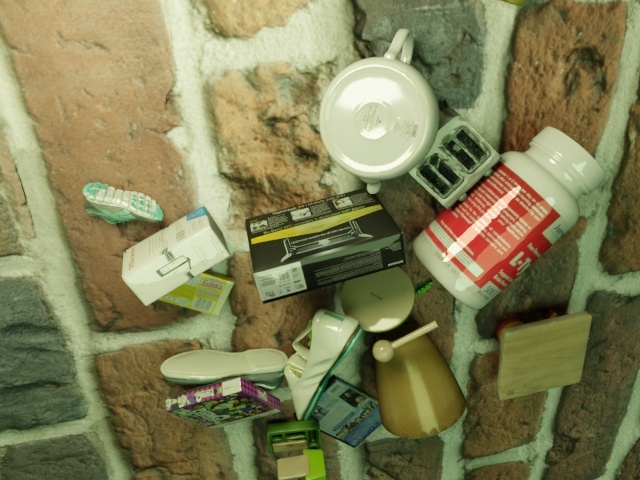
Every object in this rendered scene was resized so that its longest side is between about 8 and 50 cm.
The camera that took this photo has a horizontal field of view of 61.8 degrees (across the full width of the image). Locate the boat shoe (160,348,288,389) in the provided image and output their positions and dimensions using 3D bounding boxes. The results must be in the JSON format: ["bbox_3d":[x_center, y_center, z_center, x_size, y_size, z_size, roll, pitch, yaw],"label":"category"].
[{"bbox_3d":[-0.242,0.345,1.367,0.320,0.116,0.099,0,115,-18],"label":"boat shoe"}]

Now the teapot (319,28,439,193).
[{"bbox_3d":[0.129,-0.251,1.088,0.256,0.187,0.252,-30,92,25],"label":"teapot"}]

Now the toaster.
[{"bbox_3d":[0.279,-0.186,1.178,0.186,0.110,0.168,41,105,-16],"label":"toaster"}]

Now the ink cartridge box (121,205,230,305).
[{"bbox_3d":[-0.309,0.028,1.140,0.203,0.148,0.086,-31,117,-3],"label":"ink cartridge box"}]

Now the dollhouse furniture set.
[{"bbox_3d":[-0.059,0.695,1.545,0.151,0.197,0.301,-7,124,-3],"label":"dollhouse furniture set"}]

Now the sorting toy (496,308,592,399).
[{"bbox_3d":[0.631,0.318,1.561,0.257,0.089,0.255,-11,120,-6],"label":"sorting toy"}]

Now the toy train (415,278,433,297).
[{"bbox_3d":[0.265,0.133,1.419,0.083,0.017,0.023,-35,130,8],"label":"toy train"}]

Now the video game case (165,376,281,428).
[{"bbox_3d":[-0.244,0.423,1.379,0.210,0.041,0.232,-18,146,12],"label":"video game case"}]

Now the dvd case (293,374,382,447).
[{"bbox_3d":[0.071,0.511,1.581,0.253,0.022,0.180,35,107,-27],"label":"dvd case"}]

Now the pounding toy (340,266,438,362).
[{"bbox_3d":[0.163,0.175,1.329,0.183,0.236,0.110,-31,149,1],"label":"pounding toy"}]

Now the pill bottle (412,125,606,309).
[{"bbox_3d":[0.428,-0.053,1.230,0.229,0.229,0.407,36,106,-27],"label":"pill bottle"}]

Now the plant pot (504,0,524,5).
[{"bbox_3d":[0.375,-0.512,1.055,0.083,0.081,0.081,21,113,-35],"label":"plant pot"}]

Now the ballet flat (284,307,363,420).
[{"bbox_3d":[-0.018,0.302,1.336,0.139,0.139,0.400,8,134,-17],"label":"ballet flat"}]

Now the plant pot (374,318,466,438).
[{"bbox_3d":[0.239,0.348,1.433,0.237,0.237,0.254,-20,105,-1],"label":"plant pot"}]

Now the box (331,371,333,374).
[{"bbox_3d":[-0.013,0.365,1.479,0.081,0.028,0.136,21,114,-22],"label":"box"}]

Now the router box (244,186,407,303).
[{"bbox_3d":[0.000,0.000,1.156,0.309,0.243,0.081,-15,120,-4],"label":"router box"}]

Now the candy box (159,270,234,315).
[{"bbox_3d":[-0.320,0.107,1.267,0.206,0.027,0.105,20,108,-21],"label":"candy box"}]

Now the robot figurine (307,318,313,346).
[{"bbox_3d":[0.014,0.249,1.397,0.101,0.067,0.115,-24,126,31],"label":"robot figurine"}]

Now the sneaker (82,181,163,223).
[{"bbox_3d":[-0.422,-0.066,1.140,0.167,0.065,0.076,19,129,-18],"label":"sneaker"}]
